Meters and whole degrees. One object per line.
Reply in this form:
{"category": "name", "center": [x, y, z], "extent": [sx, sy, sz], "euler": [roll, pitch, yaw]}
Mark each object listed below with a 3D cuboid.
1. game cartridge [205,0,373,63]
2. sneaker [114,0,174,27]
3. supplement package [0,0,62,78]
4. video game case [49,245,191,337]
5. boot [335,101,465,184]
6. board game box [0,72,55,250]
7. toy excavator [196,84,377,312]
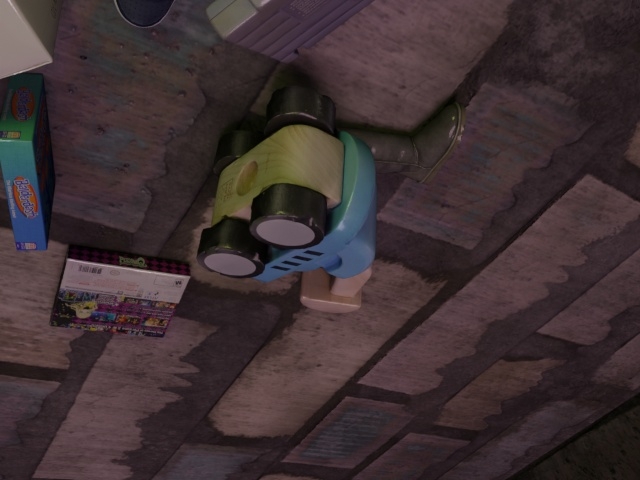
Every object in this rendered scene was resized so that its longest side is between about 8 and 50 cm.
{"category": "game cartridge", "center": [0.045, -0.354, 0.808], "extent": [0.355, 0.068, 0.230], "euler": [-31, 173, 19]}
{"category": "sneaker", "center": [-0.192, -0.353, 0.770], "extent": [0.099, 0.153, 0.282], "euler": [10, 133, -23]}
{"category": "supplement package", "center": [-0.435, -0.333, 0.710], "extent": [0.175, 0.177, 0.293], "euler": [-17, 139, 3]}
{"category": "video game case", "center": [-0.398, 0.108, 1.299], "extent": [0.232, 0.041, 0.210], "euler": [10, 133, -24]}
{"category": "boot", "center": [0.121, -0.172, 1.121], "extent": [0.209, 0.076, 0.189], "euler": [11, 132, -16]}
{"category": "board game box", "center": [-0.427, -0.113, 0.965], "extent": [0.047, 0.160, 0.210], "euler": [0, 137, -15]}
{"category": "toy excavator", "center": [0.000, 0.000, 1.137], "extent": [0.445, 0.222, 0.433], "euler": [24, 147, -32]}
